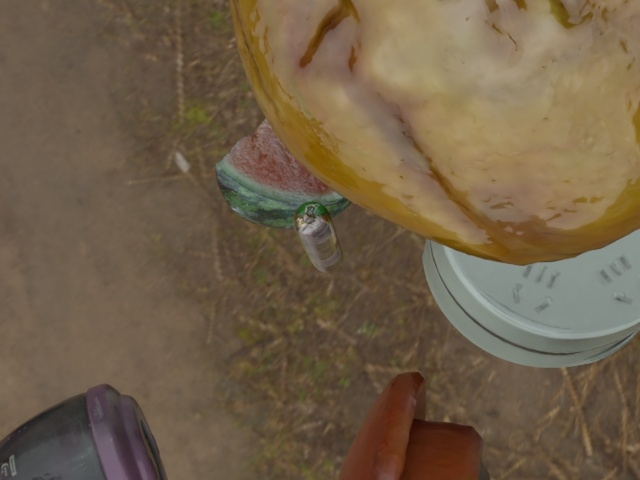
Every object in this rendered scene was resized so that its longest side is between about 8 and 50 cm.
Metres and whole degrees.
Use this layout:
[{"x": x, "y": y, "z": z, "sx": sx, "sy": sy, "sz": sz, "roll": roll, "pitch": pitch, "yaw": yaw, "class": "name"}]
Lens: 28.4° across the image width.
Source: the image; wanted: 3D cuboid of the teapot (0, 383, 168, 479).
[{"x": -0.182, "y": 0.160, "z": 0.854, "sx": 0.146, "sy": 0.148, "sz": 0.116, "roll": -20, "pitch": 125, "yaw": -5, "class": "teapot"}]

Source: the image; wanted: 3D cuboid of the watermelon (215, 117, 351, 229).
[{"x": -0.048, "y": -0.105, "z": 1.962, "sx": 0.207, "sy": 0.136, "sz": 0.202, "roll": -1, "pitch": 104, "yaw": 11, "class": "watermelon"}]

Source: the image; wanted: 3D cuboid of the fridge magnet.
[{"x": 0.078, "y": 0.309, "z": 1.225, "sx": 0.155, "sy": 0.363, "sz": 0.364, "roll": 7, "pitch": 116, "yaw": 9, "class": "fridge magnet"}]

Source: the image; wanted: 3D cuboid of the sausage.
[{"x": 0.000, "y": 0.000, "z": 1.114, "sx": 0.032, "sy": 0.269, "sz": 0.033, "roll": -1, "pitch": 82, "yaw": 4, "class": "sausage"}]

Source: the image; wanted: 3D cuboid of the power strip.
[{"x": 0.318, "y": -0.010, "z": 1.661, "sx": 0.357, "sy": 0.357, "sz": 0.161, "roll": 29, "pitch": 160, "yaw": 7, "class": "power strip"}]

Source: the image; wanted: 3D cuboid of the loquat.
[{"x": 0.100, "y": -0.131, "z": 0.588, "sx": 0.276, "sy": 0.284, "sz": 0.276, "roll": 5, "pitch": 103, "yaw": 23, "class": "loquat"}]
